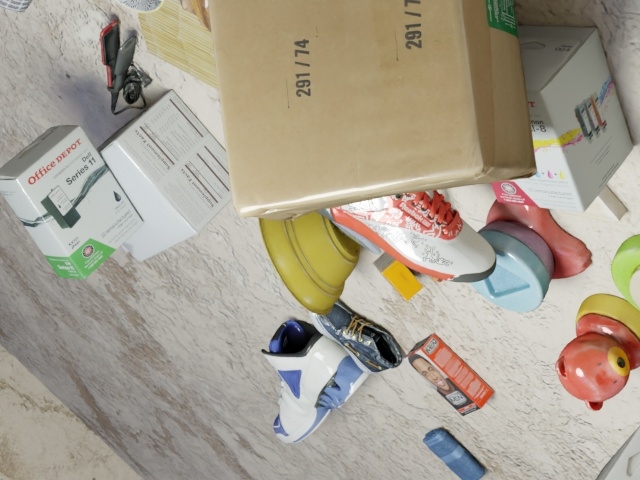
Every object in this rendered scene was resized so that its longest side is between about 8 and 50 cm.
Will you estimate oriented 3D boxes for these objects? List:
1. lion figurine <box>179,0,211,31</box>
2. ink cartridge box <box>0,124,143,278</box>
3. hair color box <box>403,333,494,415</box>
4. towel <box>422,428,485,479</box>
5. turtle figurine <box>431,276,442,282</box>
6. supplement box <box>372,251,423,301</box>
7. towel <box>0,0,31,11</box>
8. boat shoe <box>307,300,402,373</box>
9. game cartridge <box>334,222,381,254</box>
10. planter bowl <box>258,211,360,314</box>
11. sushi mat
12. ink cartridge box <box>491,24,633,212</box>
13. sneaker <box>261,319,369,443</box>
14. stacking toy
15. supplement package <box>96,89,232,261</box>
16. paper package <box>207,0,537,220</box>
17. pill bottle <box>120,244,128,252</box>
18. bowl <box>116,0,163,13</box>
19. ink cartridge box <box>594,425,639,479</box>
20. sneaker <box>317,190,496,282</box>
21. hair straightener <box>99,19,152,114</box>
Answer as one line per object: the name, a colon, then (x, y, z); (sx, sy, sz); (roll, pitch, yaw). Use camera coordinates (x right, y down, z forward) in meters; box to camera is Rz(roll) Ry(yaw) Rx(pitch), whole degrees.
lion figurine: (-0.067, -0.292, 1.611); (0.392, 0.142, 0.240); (19, 129, 45)
ink cartridge box: (-0.410, -0.064, 2.063); (0.087, 0.153, 0.208); (4, 132, 48)
hair color box: (0.212, 0.224, 2.096); (0.141, 0.043, 0.072); (44, 152, -1)
towel: (0.244, 0.389, 2.294); (0.119, 0.029, 0.067); (45, 151, -3)
turtle figurine: (0.094, -0.060, 1.813); (0.217, 0.087, 0.269); (34, 167, 35)
supplement box: (0.118, 0.053, 1.946); (0.062, 0.036, 0.098); (48, -179, -9)
towel: (-0.509, -0.507, 1.922); (0.284, 0.121, 0.235); (45, 150, -5)
boat shoe: (0.063, 0.155, 2.174); (0.183, 0.065, 0.083); (45, 149, -16)
game cartridge: (0.051, -0.011, 1.885); (0.083, 0.017, 0.056); (35, 171, 41)
planter bowl: (0.000, 0.000, 1.960); (0.090, 0.217, 0.217); (-25, 114, 22)
sushi mat: (-0.151, -0.277, 1.895); (0.316, 0.019, 0.151); (31, 150, 21)
ink cartridge box: (0.259, -0.143, 1.460); (0.128, 0.127, 0.176); (10, 137, 44)
sneaker: (-0.030, 0.244, 2.358); (0.182, 0.127, 0.315); (44, 144, 4)
stacking toy: (0.334, 0.068, 1.650); (0.309, 0.130, 0.279); (42, 151, 0)
supplement package: (-0.283, -0.103, 2.161); (0.204, 0.145, 0.262); (49, 151, -11)
paper package: (0.051, -0.202, 1.354); (0.309, 0.168, 0.325); (-8, 88, 26)
pill bottle: (-0.399, -0.054, 2.430); (0.152, 0.086, 0.086); (52, 150, -17)
bowl: (-0.261, -0.413, 1.784); (0.170, 0.080, 0.170); (30, 149, 20)
ink cartridge box: (0.456, 0.385, 1.899); (0.093, 0.154, 0.212); (34, 150, 15)
sneaker: (0.115, -0.056, 1.606); (0.270, 0.090, 0.145); (27, 134, 8)
hair straightener: (-0.323, -0.266, 2.091); (0.089, 0.047, 0.230); (38, 151, 9)
